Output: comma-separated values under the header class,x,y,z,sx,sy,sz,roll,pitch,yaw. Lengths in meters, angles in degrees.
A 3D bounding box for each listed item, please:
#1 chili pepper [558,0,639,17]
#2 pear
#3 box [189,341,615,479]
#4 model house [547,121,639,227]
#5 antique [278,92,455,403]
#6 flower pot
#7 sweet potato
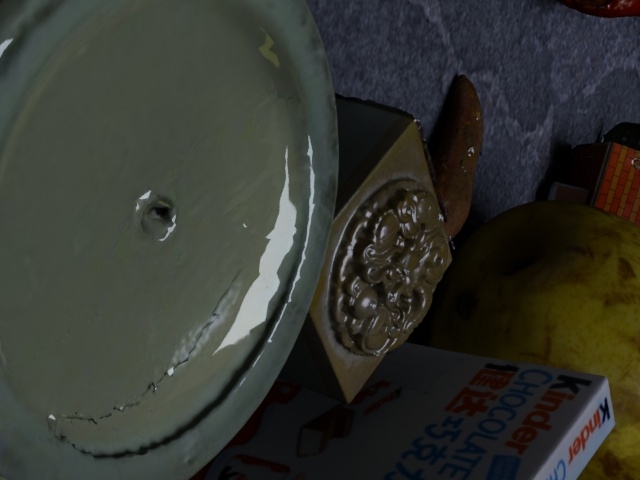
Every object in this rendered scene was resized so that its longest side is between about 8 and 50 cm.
class,x,y,z,sx,sy,sz,roll,pitch,yaw
chili pepper,0.348,-0.300,1.215,0.338,0.131,0.134,-24,133,-53
pear,0.234,0.102,1.099,0.281,0.281,0.280,-32,130,-47
box,0.020,0.160,0.791,0.273,0.265,0.048,-40,125,-43
model house,0.340,0.009,1.283,0.154,0.207,0.294,17,90,-56
antique,0.000,0.000,0.797,0.152,0.148,0.146,-52,141,-27
flower pot,-0.143,-0.036,0.463,0.307,0.244,0.307,-34,132,-48
sweet potato,0.089,-0.030,1.009,0.078,0.058,0.255,52,54,-30
